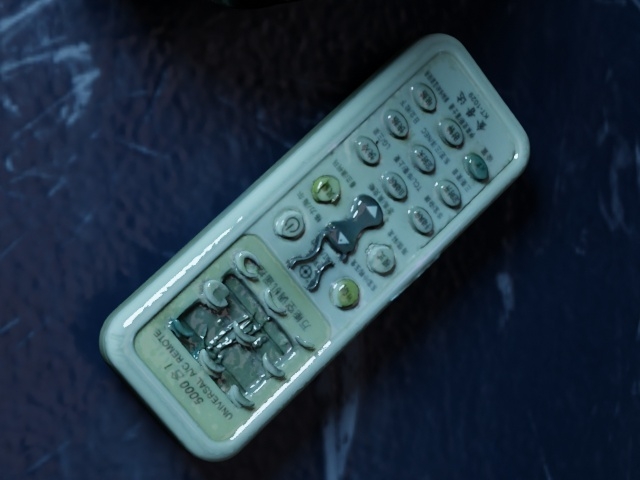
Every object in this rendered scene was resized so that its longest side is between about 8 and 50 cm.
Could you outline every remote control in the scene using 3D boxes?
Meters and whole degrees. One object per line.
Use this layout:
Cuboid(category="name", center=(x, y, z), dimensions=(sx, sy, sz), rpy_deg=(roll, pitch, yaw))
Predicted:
Cuboid(category="remote control", center=(0.000, 0.000, 1.043), dimensions=(0.335, 0.065, 0.128), rpy_deg=(-43, 109, -16))

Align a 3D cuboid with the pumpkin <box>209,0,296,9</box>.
Cuboid(category="pumpkin", center=(-0.043, -0.291, 0.907), dimensions=(0.315, 0.238, 0.315), rpy_deg=(-4, 107, -12))
